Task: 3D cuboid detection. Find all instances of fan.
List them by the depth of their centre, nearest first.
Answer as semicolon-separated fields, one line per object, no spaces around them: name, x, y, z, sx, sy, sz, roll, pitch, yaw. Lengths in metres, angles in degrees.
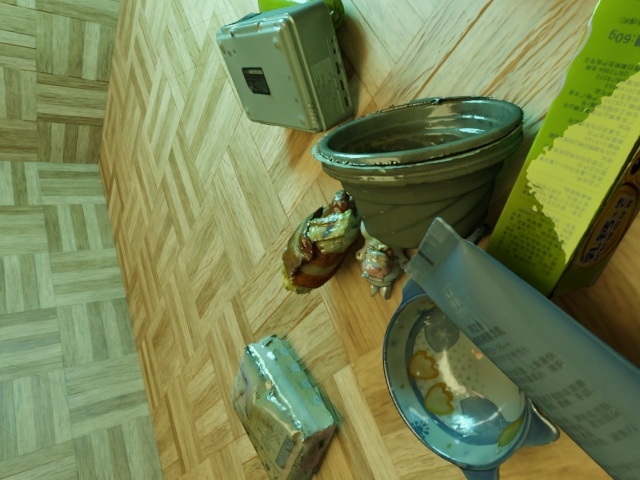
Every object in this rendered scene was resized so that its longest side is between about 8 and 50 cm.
fan;0.173;0.050;0.571;0.038;0.016;0.193;54;135;31

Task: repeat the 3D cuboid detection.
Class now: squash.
squash;-0.023;-0.402;0.723;0.188;0.095;0.095;42;126;38

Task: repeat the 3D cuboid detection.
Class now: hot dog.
hot dog;0.000;0.000;0.696;0.103;0.146;0.213;40;125;11

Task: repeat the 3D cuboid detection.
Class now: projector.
projector;-0.072;-0.299;0.726;0.257;0.099;0.191;28;145;48

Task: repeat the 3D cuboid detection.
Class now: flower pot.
flower pot;0.117;-0.076;0.492;0.236;0.236;0.140;27;138;49

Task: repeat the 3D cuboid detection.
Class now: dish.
dish;0.188;0.161;0.505;0.228;0.086;0.236;1;94;52

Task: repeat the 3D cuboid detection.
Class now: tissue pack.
tissue pack;-0.094;0.367;0.879;0.256;0.123;0.214;47;131;41

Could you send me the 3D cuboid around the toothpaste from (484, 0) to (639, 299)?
toothpaste;0.260;-0.104;0.357;0.077;0.110;0.327;39;124;42

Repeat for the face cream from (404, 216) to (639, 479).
face cream;0.231;0.131;0.347;0.385;0.086;0.135;42;163;16

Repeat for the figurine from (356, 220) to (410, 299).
figurine;0.082;0.030;0.622;0.081;0.098;0.146;19;108;38
